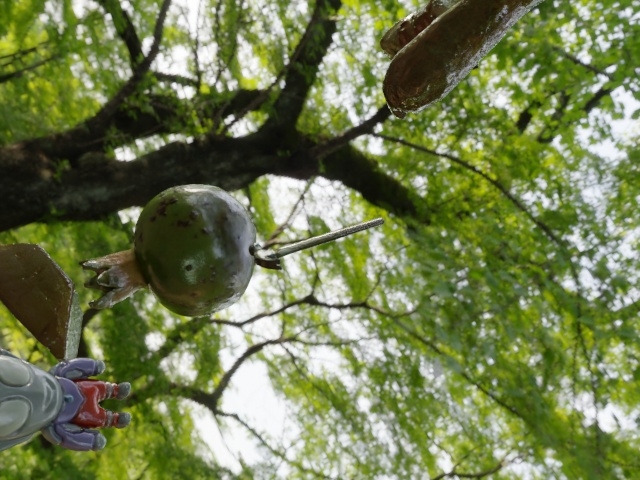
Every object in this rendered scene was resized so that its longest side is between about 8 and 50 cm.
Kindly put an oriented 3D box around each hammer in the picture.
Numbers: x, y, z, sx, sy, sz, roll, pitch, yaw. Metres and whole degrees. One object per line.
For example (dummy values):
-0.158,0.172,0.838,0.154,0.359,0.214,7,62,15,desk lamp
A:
0.000,0.000,0.922,0.062,0.182,0.017,-129,-154,-58,hammer

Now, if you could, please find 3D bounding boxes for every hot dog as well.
0.206,-0.350,1.224,0.213,0.103,0.146,-10,-60,55,hot dog

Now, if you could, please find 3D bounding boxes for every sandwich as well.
-0.429,0.080,1.064,0.258,0.096,0.094,44,-24,16,sandwich

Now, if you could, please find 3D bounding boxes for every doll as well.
-0.294,0.155,0.677,0.075,0.227,0.102,-36,-129,42,doll

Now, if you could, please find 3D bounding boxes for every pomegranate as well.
-0.243,0.016,1.175,0.231,0.286,0.231,5,-85,61,pomegranate

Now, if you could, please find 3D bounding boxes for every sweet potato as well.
0.174,-0.235,0.753,0.075,0.273,0.075,46,15,-17,sweet potato
